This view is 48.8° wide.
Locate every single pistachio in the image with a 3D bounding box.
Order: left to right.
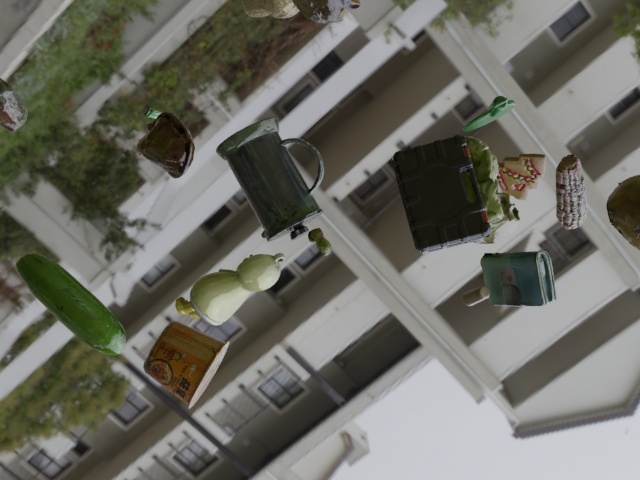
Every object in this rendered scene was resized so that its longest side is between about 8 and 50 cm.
[{"bbox_3d":[-0.381,-0.236,1.773,0.130,0.165,0.210,-23,-152,-37],"label":"pistachio"}]

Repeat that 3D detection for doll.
[{"bbox_3d":[-0.209,0.106,1.699,0.296,0.141,0.117,-36,-125,12],"label":"doll"}]

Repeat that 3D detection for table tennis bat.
[{"bbox_3d":[0.479,-0.358,1.976,0.160,0.039,0.257,-27,177,1],"label":"table tennis bat"}]

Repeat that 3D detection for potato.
[{"bbox_3d":[0.943,-0.081,1.918,0.239,0.299,0.116,-44,161,-9],"label":"potato"}]

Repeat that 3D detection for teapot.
[{"bbox_3d":[-0.112,-0.173,2.024,0.270,0.337,0.200,-29,178,16],"label":"teapot"}]

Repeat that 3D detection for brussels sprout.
[{"bbox_3d":[0.000,0.000,1.918,0.046,0.051,0.083,-40,-119,-7],"label":"brussels sprout"},{"bbox_3d":[0.466,-0.142,2.279,0.315,0.276,0.371,-39,-123,21],"label":"brussels sprout"}]

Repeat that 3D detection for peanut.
[{"bbox_3d":[-0.136,-0.703,2.049,0.256,0.123,0.123,4,-132,43],"label":"peanut"}]

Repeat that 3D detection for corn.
[{"bbox_3d":[0.724,-0.138,2.051,0.092,0.280,0.092,-13,-131,15],"label":"corn"}]

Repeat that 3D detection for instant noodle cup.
[{"bbox_3d":[-0.380,0.336,1.976,0.216,0.172,0.216,-60,177,-5],"label":"instant noodle cup"}]

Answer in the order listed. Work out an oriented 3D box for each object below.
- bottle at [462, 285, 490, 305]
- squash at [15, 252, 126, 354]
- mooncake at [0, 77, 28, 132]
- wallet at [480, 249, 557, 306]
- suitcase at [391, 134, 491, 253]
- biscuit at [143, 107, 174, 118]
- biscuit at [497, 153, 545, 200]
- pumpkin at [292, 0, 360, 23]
[{"bbox_3d":[0.472,0.166,2.131,0.045,0.045,0.096,-53,-174,-28],"label":"bottle"},{"bbox_3d":[-0.502,0.122,1.413,0.082,0.292,0.082,-48,170,-11],"label":"squash"},{"bbox_3d":[-0.657,-0.288,1.415,0.073,0.130,0.125,-50,161,-18],"label":"mooncake"},{"bbox_3d":[0.612,0.120,2.198,0.075,0.176,0.250,-14,-176,-28],"label":"wallet"},{"bbox_3d":[0.319,-0.121,1.871,0.206,0.285,0.066,-14,171,5],"label":"suitcase"},{"bbox_3d":[-0.469,-0.364,2.038,0.046,0.016,0.089,-24,166,32],"label":"biscuit"},{"bbox_3d":[0.731,-0.242,2.591,0.238,0.212,0.041,-38,-159,45],"label":"biscuit"},{"bbox_3d":[0.017,-0.602,1.567,0.149,0.254,0.130,-22,-147,-36],"label":"pumpkin"}]
